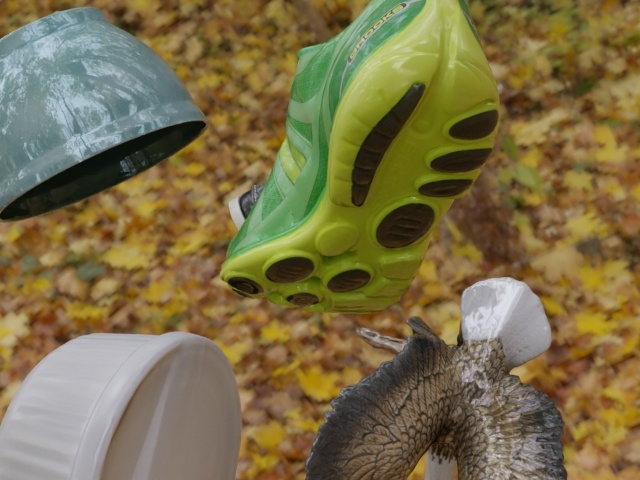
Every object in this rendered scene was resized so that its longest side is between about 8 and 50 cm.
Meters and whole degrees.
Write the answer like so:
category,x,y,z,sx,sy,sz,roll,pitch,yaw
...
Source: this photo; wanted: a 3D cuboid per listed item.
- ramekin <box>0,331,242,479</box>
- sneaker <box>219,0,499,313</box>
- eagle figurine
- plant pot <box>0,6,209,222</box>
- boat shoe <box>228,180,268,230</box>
category,x,y,z,sx,sy,sz,roll,pitch,yaw
ramekin,-0.189,0.207,1.139,0.127,0.272,0.272,10,48,22
sneaker,0.024,-0.045,0.729,0.295,0.110,0.123,129,152,-54
eagle figurine,0.132,0.197,1.255,0.226,0.225,0.298,-16,19,21
plant pot,-0.316,-0.172,1.575,0.293,0.196,0.293,-26,-2,-1
boat shoe,0.000,0.000,1.368,0.079,0.233,0.084,-38,48,16
